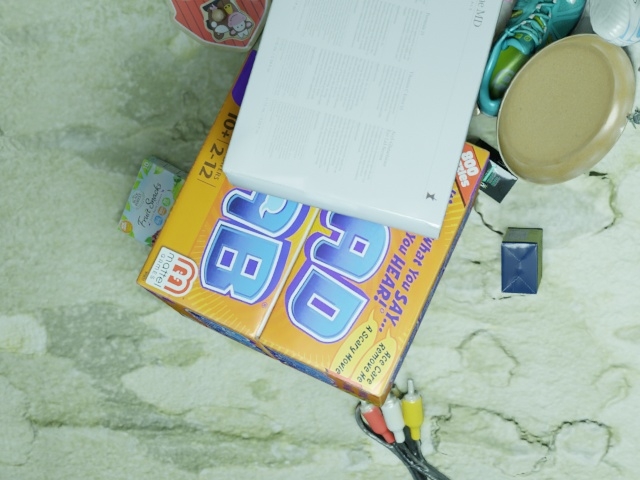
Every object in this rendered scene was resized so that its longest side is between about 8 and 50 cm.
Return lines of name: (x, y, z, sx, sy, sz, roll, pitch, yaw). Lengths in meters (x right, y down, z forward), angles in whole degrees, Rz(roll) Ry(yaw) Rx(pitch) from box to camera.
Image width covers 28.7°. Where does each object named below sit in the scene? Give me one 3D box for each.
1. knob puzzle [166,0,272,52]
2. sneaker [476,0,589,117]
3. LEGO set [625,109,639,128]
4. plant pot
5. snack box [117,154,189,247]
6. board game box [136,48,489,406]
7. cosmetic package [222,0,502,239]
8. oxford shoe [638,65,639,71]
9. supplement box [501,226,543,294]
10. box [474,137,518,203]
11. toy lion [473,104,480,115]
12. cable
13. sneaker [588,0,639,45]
knob puzzle: (-0.160, -0.384, 1.967, 0.213, 0.030, 0.213, 5, 109, 14)
sneaker: (0.309, -0.300, 1.807, 0.107, 0.110, 0.275, 27, 102, 7)
LEGO set: (0.493, -0.182, 1.851, 0.083, 0.023, 0.054, 20, 115, -5)
plant pot: (0.351, -0.192, 1.816, 0.236, 0.032, 0.236, -13, 123, -21)
snack box: (-0.272, -0.060, 2.105, 0.100, 0.037, 0.141, 28, 114, 7)
board game box: (0.000, 0.000, 1.802, 0.356, 0.356, 0.356, 24, 82, 7)
cosmetic package: (0.065, -0.220, 1.607, 0.284, 0.097, 0.377, 15, 81, 8)
oxford shoe: (0.499, -0.354, 1.750, 0.098, 0.097, 0.271, 9, 110, 20)
supplement box: (0.313, 0.030, 1.939, 0.056, 0.083, 0.083, 3, 109, 15)
box: (0.260, -0.107, 1.919, 0.083, 0.062, 0.052, 35, 115, 3)
toy lion: (0.271, -0.227, 1.895, 0.100, 0.034, 0.096, 22, 105, 8)
cable: (0.143, 0.362, 2.108, 0.139, 0.072, 0.287, -16, 103, 26)
sneaker: (0.413, -0.387, 1.756, 0.085, 0.086, 0.237, -10, 78, 39)
